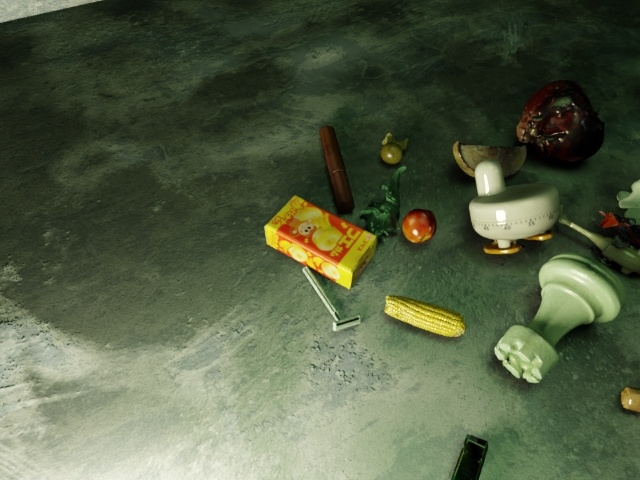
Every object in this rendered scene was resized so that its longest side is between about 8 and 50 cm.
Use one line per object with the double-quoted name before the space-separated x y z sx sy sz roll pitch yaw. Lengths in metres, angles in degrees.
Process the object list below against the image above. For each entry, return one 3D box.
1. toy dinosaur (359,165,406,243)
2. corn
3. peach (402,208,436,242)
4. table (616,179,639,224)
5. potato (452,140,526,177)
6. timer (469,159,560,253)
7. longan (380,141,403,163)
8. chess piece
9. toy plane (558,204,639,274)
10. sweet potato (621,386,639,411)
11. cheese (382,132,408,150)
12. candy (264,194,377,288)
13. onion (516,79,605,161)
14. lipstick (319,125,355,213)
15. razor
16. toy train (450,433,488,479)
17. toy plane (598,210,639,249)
"toy dinosaur" 0.180 -0.108 1.368 0.120 0.079 0.291 11 55 0
"corn" 0.258 0.185 1.148 0.207 0.067 0.067 16 54 10
"peach" 0.276 -0.045 1.312 0.101 0.100 0.100 1 52 -1
"table" 0.990 -0.156 1.353 0.167 0.198 0.166 1 52 -1
"potato" 0.521 -0.247 1.496 0.262 0.100 0.120 0 90 -19
"timer" 0.523 -0.106 1.276 0.234 0.239 0.233 -14 12 3
"longan" 0.236 -0.284 1.515 0.083 0.075 0.075 -3 46 -42
"chess piece" 0.548 0.187 1.097 0.299 0.194 0.195 -41 63 -18
"toy plane" 0.785 0.002 1.301 0.287 0.091 0.108 34 37 21
"sweet potato" 0.871 0.338 1.026 0.386 0.109 0.109 2 52 0
"cheese" 0.247 -0.326 1.560 0.084 0.041 0.060 19 61 -1
"candy" 0.000 0.000 1.270 0.276 0.088 0.146 26 55 18
"onion" 0.784 -0.374 1.513 0.281 0.221 0.280 5 71 -16
"lipstick" 0.049 -0.234 1.473 0.058 0.057 0.356 -6 53 -7
"razor" 0.012 0.145 1.198 0.084 0.035 0.211 -7 42 -38
"toy train" 0.282 0.495 0.925 0.044 0.042 0.209 9 50 35
"toy plane" 0.884 -0.024 1.324 0.189 0.130 0.061 32 99 4
